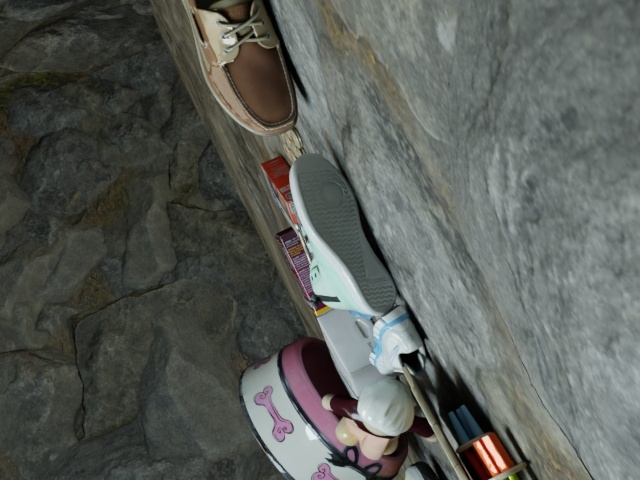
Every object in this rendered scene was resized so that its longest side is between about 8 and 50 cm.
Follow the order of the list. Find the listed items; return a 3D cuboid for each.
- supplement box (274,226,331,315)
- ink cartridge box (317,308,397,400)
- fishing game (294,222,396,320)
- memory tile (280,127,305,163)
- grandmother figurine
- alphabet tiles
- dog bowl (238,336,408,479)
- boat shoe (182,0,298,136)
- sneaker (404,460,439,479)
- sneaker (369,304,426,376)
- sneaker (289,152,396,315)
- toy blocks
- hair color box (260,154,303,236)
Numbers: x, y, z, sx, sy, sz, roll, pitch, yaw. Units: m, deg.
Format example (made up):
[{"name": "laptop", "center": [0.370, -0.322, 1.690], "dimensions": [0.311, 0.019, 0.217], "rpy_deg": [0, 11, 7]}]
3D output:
[{"name": "supplement box", "center": [-0.019, 0.056, 1.579], "dimensions": [0.188, 0.081, 0.104], "rpy_deg": [65, 173, -7]}, {"name": "ink cartridge box", "center": [0.082, 0.245, 1.466], "dimensions": [0.160, 0.092, 0.219], "rpy_deg": [57, 170, 43]}, {"name": "fishing game", "center": [0.046, 0.047, 1.224], "dimensions": [0.264, 0.041, 0.189], "rpy_deg": [4, 119, 65]}, {"name": "memory tile", "center": [-0.051, -0.172, 1.322], "dimensions": [0.148, 0.012, 0.113], "rpy_deg": [53, 166, 53]}, {"name": "grandmother figurine", "center": [0.103, 0.307, 1.247], "dimensions": [0.342, 0.208, 0.104], "rpy_deg": [87, -172, -69]}, {"name": "alphabet tiles", "center": [0.203, 0.332, 1.021], "dimensions": [0.285, 0.011, 0.342], "rpy_deg": [63, -177, 37]}, {"name": "dog bowl", "center": [0.022, 0.382, 1.592], "dimensions": [0.408, 0.150, 0.408], "rpy_deg": [43, -167, -13]}, {"name": "boat shoe", "center": [-0.125, -0.298, 1.028], "dimensions": [0.324, 0.123, 0.116], "rpy_deg": [62, 170, 1]}, {"name": "sneaker", "center": [0.223, 0.609, 1.499], "dimensions": [0.145, 0.147, 0.384], "rpy_deg": [-125, 13, -57]}, {"name": "sneaker", "center": [0.121, 0.175, 1.096], "dimensions": [0.083, 0.071, 0.190], "rpy_deg": [53, 168, 29]}, {"name": "sneaker", "center": [0.000, 0.001, 1.091], "dimensions": [0.151, 0.094, 0.256], "rpy_deg": [-11, 108, 59]}, {"name": "toy blocks", "center": [0.203, 0.262, 0.875], "dimensions": [0.148, 0.054, 0.123], "rpy_deg": [62, 172, 22]}, {"name": "hair color box", "center": [-0.063, -0.093, 1.503], "dimensions": [0.167, 0.053, 0.093], "rpy_deg": [53, 165, 50]}]
